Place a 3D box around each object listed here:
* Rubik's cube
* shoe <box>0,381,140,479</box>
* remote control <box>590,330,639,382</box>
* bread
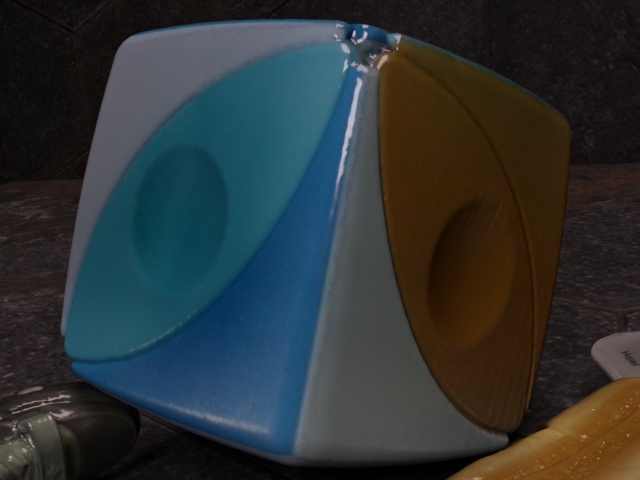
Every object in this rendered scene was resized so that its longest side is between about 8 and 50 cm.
[{"bbox_3d":[0.000,0.000,0.858,0.351,0.348,0.352,11,2,40],"label":"Rubik's cube"},{"bbox_3d":[-0.283,0.216,0.771,0.292,0.109,0.149,-14,21,-22],"label":"shoe"},{"bbox_3d":[0.448,0.133,0.950,0.312,0.055,0.109,-2,20,-8],"label":"remote control"},{"bbox_3d":[0.209,0.195,0.697,0.305,0.091,0.142,-17,25,-38],"label":"bread"}]
